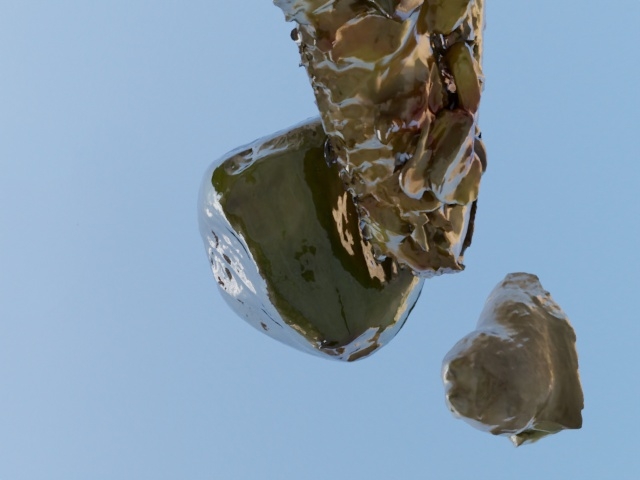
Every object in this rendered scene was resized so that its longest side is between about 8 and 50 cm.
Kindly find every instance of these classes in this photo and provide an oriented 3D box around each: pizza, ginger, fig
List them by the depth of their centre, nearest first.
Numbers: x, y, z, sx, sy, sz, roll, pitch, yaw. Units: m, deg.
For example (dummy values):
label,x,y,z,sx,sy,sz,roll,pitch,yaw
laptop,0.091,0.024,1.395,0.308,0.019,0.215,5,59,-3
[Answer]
label,x,y,z,sx,sy,sz,roll,pitch,yaw
pizza,0.048,-0.148,0.499,0.074,0.288,0.251,0,-123,17
fig,0.000,0.000,0.624,0.154,0.166,0.144,-49,-38,17
ginger,0.180,0.110,1.018,0.122,0.115,0.193,20,-131,-27
